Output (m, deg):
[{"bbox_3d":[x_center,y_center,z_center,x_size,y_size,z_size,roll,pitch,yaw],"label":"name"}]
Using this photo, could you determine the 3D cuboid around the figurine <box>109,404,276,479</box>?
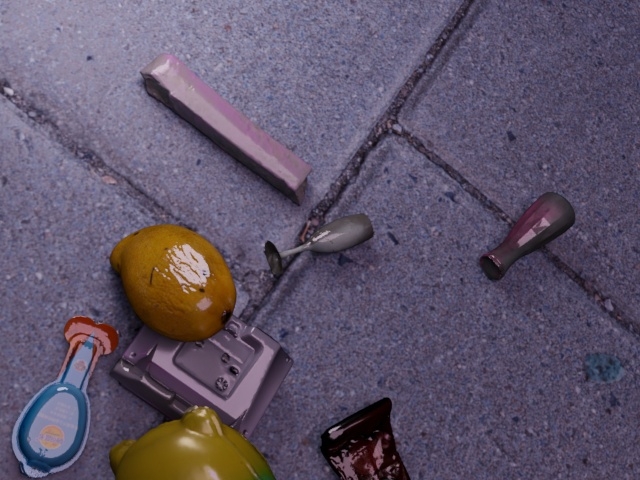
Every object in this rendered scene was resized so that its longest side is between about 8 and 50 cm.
[{"bbox_3d":[-0.160,0.408,1.233,0.340,0.323,0.231,61,22,8],"label":"figurine"}]

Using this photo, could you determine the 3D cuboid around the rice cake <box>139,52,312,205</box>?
[{"bbox_3d":[-0.158,-0.196,1.555,0.365,0.056,0.073,39,64,-7],"label":"rice cake"}]

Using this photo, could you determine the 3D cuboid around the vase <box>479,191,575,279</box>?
[{"bbox_3d":[0.398,-0.005,1.727,0.214,0.086,0.086,-37,90,-24],"label":"vase"}]

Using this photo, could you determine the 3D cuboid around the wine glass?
[{"bbox_3d":[0.000,0.000,1.557,0.198,0.066,0.066,-20,82,-27],"label":"wine glass"}]

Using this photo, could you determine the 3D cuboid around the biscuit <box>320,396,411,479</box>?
[{"bbox_3d":[0.091,0.395,1.465,0.151,0.063,0.235,-19,84,-27],"label":"biscuit"}]

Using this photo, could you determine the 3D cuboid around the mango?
[{"bbox_3d":[-0.230,0.053,1.348,0.157,0.109,0.262,-45,55,-15],"label":"mango"}]

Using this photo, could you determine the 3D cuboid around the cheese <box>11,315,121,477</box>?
[{"bbox_3d":[-0.380,0.232,1.328,0.106,0.037,0.256,25,63,-16],"label":"cheese"}]

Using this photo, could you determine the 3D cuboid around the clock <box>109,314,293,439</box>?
[{"bbox_3d":[-0.183,0.198,1.399,0.253,0.083,0.186,36,62,-9],"label":"clock"}]
